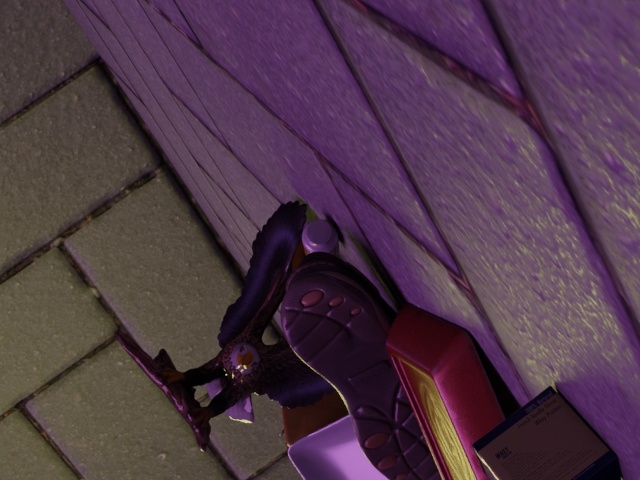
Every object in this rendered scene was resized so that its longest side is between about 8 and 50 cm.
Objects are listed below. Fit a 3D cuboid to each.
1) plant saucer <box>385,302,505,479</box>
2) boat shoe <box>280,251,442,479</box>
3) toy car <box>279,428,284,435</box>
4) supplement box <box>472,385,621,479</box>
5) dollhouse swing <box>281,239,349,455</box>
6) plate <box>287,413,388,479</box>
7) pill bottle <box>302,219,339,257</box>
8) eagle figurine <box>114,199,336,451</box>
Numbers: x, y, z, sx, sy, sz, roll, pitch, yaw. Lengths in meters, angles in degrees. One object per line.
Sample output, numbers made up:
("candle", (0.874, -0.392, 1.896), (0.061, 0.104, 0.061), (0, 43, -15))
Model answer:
("plant saucer", (0.147, 0.202, 1.514), (0.258, 0.048, 0.259), (66, 171, -8))
("boat shoe", (0.079, 0.148, 1.713), (0.355, 0.132, 0.130), (58, -162, -29))
("toy car", (0.016, 0.289, 2.496), (0.149, 0.188, 0.155), (52, 173, 25))
("supplement box", (0.182, 0.180, 1.179), (0.083, 0.083, 0.056), (49, 171, 35))
("dollhouse swing", (0.067, 0.179, 2.142), (0.315, 0.304, 0.347), (12, 169, 2))
("plate", (0.127, 0.321, 1.869), (0.277, 0.045, 0.278), (-35, 91, 39))
("pill bottle", (0.000, 0.000, 1.755), (0.043, 0.043, 0.083), (53, 173, 12))
("eagle figurine", (-0.070, 0.129, 1.878), (0.226, 0.298, 0.225), (52, 178, -32))
